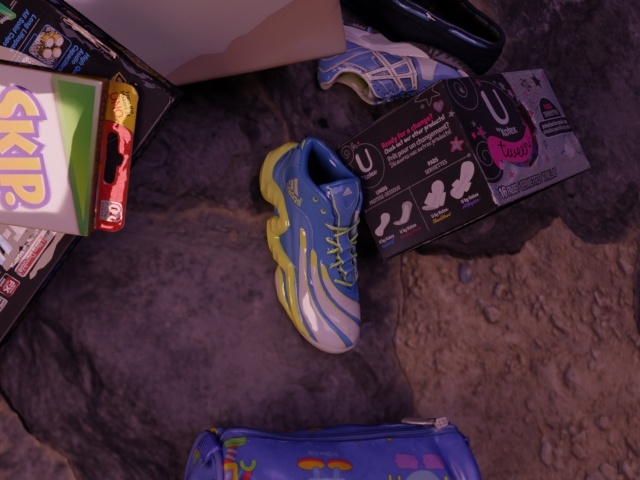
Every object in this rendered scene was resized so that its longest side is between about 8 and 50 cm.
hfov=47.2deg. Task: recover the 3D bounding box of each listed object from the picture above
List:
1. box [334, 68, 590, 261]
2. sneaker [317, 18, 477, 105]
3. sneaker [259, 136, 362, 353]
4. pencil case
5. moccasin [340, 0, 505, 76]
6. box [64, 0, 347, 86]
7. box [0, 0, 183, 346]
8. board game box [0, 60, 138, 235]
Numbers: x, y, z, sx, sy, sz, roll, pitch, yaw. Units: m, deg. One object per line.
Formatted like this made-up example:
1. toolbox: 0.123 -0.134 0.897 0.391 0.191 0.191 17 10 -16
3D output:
1. box: 0.167 -0.095 0.828 0.247 0.163 0.142 -21 84 -48
2. sneaker: 0.094 -0.203 0.915 0.211 0.080 0.081 15 79 0
3. sneaker: 0.000 0.000 0.782 0.091 0.126 0.240 -16 81 -28
4. pencil case: 0.017 0.238 0.720 0.305 0.119 0.133 5 96 -24
5. moccasin: 0.104 -0.349 0.942 0.342 0.117 0.138 37 63 -9
6. box: -0.144 -0.225 0.760 0.311 0.148 0.121 -18 107 -27
7. box: -0.318 -0.094 0.611 0.293 0.073 0.296 36 100 -12
8. board game box: -0.278 -0.080 0.566 0.259 0.039 0.124 8 104 -8
